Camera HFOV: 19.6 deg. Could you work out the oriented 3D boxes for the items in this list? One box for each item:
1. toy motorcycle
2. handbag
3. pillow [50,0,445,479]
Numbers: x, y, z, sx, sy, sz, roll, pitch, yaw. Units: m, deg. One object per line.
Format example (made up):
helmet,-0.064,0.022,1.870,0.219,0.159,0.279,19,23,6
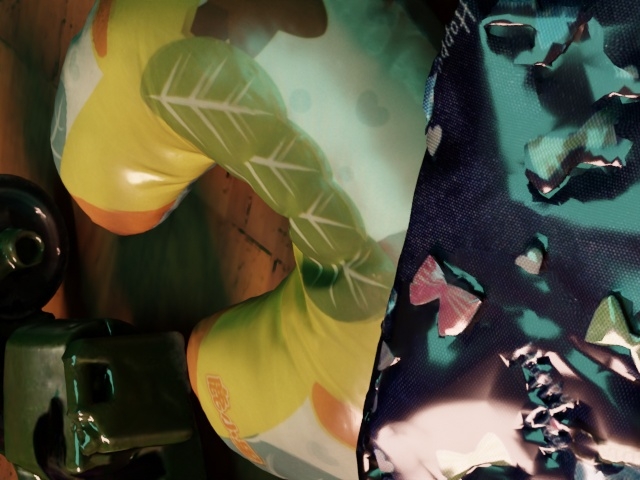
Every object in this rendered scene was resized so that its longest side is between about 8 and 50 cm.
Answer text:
toy motorcycle,-0.122,0.106,0.857,0.205,0.127,0.275,-3,101,53
handbag,0.110,0.007,0.554,0.162,0.113,0.260,21,111,34
pillow,-0.012,-0.014,0.714,0.233,0.086,0.214,58,137,7
